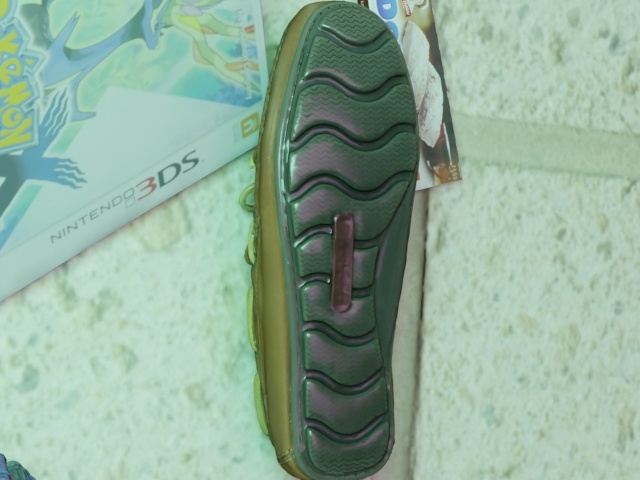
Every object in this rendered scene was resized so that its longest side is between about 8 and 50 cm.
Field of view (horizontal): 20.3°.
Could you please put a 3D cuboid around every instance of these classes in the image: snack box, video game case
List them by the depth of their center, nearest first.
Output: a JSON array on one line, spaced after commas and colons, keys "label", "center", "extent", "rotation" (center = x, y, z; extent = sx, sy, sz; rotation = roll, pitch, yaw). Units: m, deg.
[{"label": "video game case", "center": [-0.166, -0.138, 1.293], "extent": [0.300, 0.036, 0.329], "rotation": [-33, 140, -26]}, {"label": "snack box", "center": [0.077, -0.133, 1.542], "extent": [0.064, 0.022, 0.178], "rotation": [-13, 96, -28]}]

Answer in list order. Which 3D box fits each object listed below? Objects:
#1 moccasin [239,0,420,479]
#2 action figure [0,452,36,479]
[{"label": "moccasin", "center": [0.003, 0.000, 1.436], "extent": [0.139, 0.147, 0.380], "rotation": [-7, 99, -24]}, {"label": "action figure", "center": [-0.234, 0.285, 1.200], "extent": [0.178, 0.341, 0.330], "rotation": [-13, 97, -12]}]
